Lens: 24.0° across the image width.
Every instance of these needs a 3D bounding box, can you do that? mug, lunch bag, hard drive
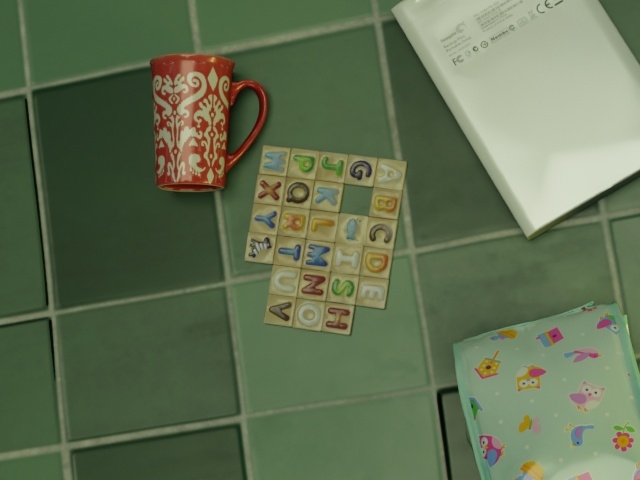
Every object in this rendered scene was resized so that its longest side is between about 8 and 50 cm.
[{"bbox_3d":[-0.153,-0.153,1.984,0.150,0.113,0.169,0,84,14],"label":"mug"},{"bbox_3d":[0.284,0.210,1.796,0.223,0.160,0.262,-16,59,10],"label":"lunch bag"},{"bbox_3d":[0.277,-0.209,1.928,0.233,0.047,0.353,-31,75,6],"label":"hard drive"}]

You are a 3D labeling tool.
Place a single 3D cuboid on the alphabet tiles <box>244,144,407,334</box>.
[{"bbox_3d":[0.000,0.000,1.975,0.198,0.009,0.237,7,82,13],"label":"alphabet tiles"}]
